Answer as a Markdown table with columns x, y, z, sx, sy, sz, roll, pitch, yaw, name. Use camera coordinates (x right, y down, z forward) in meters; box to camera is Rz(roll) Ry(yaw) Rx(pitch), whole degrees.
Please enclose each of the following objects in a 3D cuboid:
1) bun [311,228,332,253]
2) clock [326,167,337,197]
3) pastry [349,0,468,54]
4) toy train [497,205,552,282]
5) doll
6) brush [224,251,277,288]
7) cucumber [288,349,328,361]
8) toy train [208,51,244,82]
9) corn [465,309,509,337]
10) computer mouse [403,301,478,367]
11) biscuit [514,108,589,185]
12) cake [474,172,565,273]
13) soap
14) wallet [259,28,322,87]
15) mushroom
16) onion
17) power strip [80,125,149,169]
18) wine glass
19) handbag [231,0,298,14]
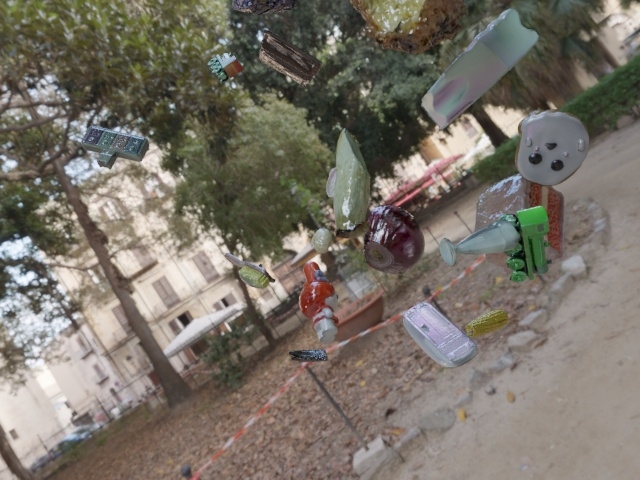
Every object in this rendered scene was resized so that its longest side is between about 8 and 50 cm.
| x | y | z | sx | sy | sz | roll | pitch | yaw | name |
| --- | --- | --- | --- | --- | --- | --- | --- | --- | --- |
| 0.000 | 0.000 | 2.059 | 0.069 | 0.115 | 0.115 | 5 | -27 | -30 | bun |
| 0.093 | -0.273 | 2.210 | 0.063 | 0.229 | 0.155 | 15 | -61 | -28 | clock |
| 0.222 | -0.698 | 1.248 | 0.292 | 0.405 | 0.337 | -30 | 9 | 38 | pastry |
| 0.546 | 0.016 | 1.232 | 0.119 | 0.251 | 0.085 | -14 | 44 | 19 | toy train |
| -0.008 | 0.204 | 1.591 | 0.130 | 0.290 | 0.161 | -3 | -43 | -16 | doll |
| -0.254 | 0.097 | 1.516 | 0.067 | 0.072 | 0.313 | -46 | 34 | -19 | brush |
| -0.034 | 0.318 | 1.275 | 0.135 | 0.033 | 0.034 | -11 | 2 | 31 | cucumber |
| -0.389 | -0.716 | 1.903 | 0.118 | 0.175 | 0.074 | -34 | -47 | 5 | toy train |
| 0.592 | 0.293 | 1.644 | 0.207 | 0.067 | 0.067 | -11 | -17 | -32 | corn |
| 0.344 | 0.275 | 1.350 | 0.126 | 0.245 | 0.056 | -28 | -50 | -16 | computer mouse |
| 0.615 | -0.242 | 1.240 | 0.181 | 0.208 | 0.049 | 8 | 24 | 18 | biscuit |
| 0.707 | -0.064 | 1.649 | 0.230 | 0.237 | 0.308 | -35 | 31 | 52 | cake |
| 0.533 | -0.583 | 1.671 | 0.261 | 0.156 | 0.446 | -45 | 2 | -16 | soap |
| -0.126 | -0.714 | 1.850 | 0.041 | 0.247 | 0.323 | -65 | 11 | -1 | wallet |
| 0.083 | -0.158 | 1.238 | 0.107 | 0.333 | 0.087 | -17 | -31 | 42 | mushroom |
| 0.354 | 0.007 | 2.166 | 0.260 | 0.336 | 0.282 | 15 | 30 | 31 | onion |
| -0.728 | -0.314 | 1.628 | 0.061 | 0.216 | 0.145 | 100 | -176 | -59 | power strip |
| 0.342 | 0.004 | 1.011 | 0.155 | 0.073 | 0.073 | -14 | -9 | -11 | wine glass |
| -0.197 | -0.861 | 1.630 | 0.208 | 0.126 | 0.229 | -16 | 29 | -26 | handbag |
